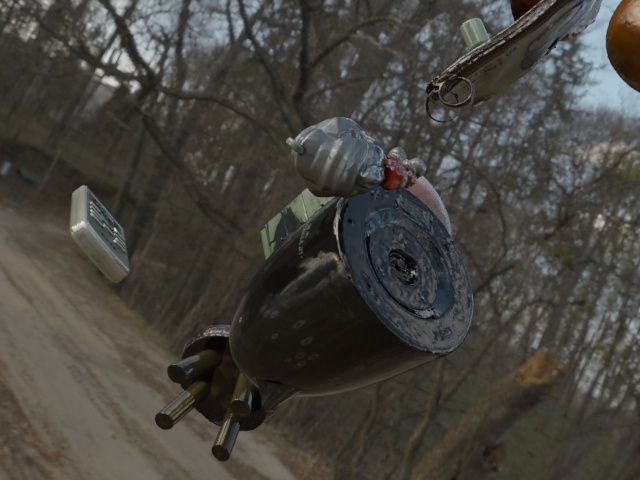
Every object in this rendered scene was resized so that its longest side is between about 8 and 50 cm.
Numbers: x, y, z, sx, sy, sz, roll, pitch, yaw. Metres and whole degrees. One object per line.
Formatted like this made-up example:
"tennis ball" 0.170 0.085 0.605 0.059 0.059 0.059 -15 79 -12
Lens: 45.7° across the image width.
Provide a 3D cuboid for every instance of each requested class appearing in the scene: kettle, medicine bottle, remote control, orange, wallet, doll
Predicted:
"kettle" 0.011 0.063 0.920 0.207 0.268 0.290 32 -45 -25
"medicine bottle" 0.322 -0.410 1.559 0.047 0.083 0.047 -16 -16 -5
"remote control" -0.272 -0.011 0.935 0.087 0.029 0.190 54 -3 -23
"orange" 0.589 -0.330 1.235 0.240 0.240 0.171 22 -20 20
"wallet" 0.303 -0.295 1.169 0.068 0.335 0.275 53 12 3
"doll" 0.034 -0.075 0.728 0.180 0.079 0.094 2 26 -47

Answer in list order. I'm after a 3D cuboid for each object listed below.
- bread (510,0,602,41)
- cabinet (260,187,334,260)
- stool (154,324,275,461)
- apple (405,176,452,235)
"bread" 0.474 -0.536 1.464 0.114 0.328 0.295 17 -50 30
"cabinet" 0.000 0.000 1.524 0.150 0.206 0.145 24 39 -39
"stool" -0.233 0.345 1.736 0.272 0.272 0.178 23 30 12
"apple" 0.131 -0.002 1.879 0.392 0.391 0.346 29 17 -24
